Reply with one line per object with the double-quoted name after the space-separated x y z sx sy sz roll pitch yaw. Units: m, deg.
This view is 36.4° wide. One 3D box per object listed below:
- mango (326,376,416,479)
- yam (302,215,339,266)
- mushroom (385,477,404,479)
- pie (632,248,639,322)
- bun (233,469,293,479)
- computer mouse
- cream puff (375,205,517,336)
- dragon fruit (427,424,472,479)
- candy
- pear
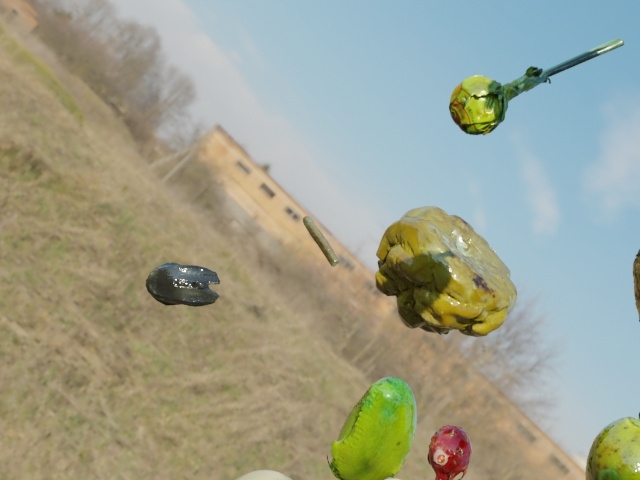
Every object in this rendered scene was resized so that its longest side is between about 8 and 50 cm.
0.079 0.265 1.339 0.100 0.178 0.119 27 27 12 "mango"
0.000 0.000 1.808 0.116 0.021 0.021 57 2 26 "yam"
0.009 0.487 1.791 0.100 0.312 0.081 97 -16 -50 "mushroom"
0.670 0.137 1.928 0.274 0.055 0.274 -9 90 -82 "pie"
-0.086 0.445 1.460 0.178 0.193 0.128 29 34 0 "bun"
-0.244 0.079 1.717 0.135 0.079 0.047 6 -4 3 "computer mouse"
0.255 0.098 2.168 0.324 0.257 0.291 48 30 8 "cream puff"
0.262 0.469 2.002 0.094 0.190 0.094 11 -22 4 "dragon fruit"
0.303 -0.227 1.365 0.073 0.262 0.077 -114 180 -51 "candy"
0.538 0.414 1.660 0.255 0.238 0.164 -1 21 -46 "pear"
